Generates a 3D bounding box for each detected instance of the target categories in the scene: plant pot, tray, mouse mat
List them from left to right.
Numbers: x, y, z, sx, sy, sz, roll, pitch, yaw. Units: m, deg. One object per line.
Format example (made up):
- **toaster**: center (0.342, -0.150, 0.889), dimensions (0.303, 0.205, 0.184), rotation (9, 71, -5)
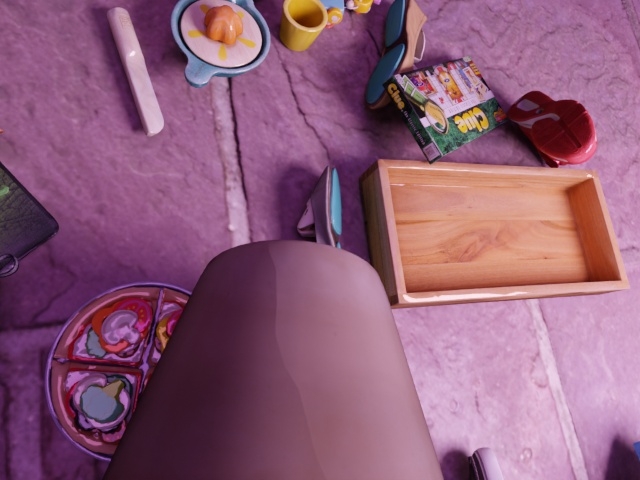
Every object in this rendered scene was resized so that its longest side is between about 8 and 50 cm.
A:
- **mouse mat**: center (-0.414, -0.010, 0.505), dimensions (0.152, 0.007, 0.190), rotation (47, 65, -1)
- **plant pot**: center (-0.033, 0.165, 0.437), dimensions (0.324, 0.323, 0.280), rotation (13, 58, -16)
- **tray**: center (0.270, -0.010, 0.716), dimensions (0.411, 0.076, 0.202), rotation (-1, 74, -19)

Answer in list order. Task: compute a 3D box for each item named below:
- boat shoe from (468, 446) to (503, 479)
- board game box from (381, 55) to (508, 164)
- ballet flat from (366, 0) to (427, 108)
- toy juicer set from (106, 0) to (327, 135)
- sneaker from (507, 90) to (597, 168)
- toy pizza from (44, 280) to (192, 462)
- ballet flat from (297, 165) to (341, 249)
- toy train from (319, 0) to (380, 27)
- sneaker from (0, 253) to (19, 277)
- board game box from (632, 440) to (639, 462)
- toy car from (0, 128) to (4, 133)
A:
- **boat shoe**: center (0.195, 0.379, 0.572), dimensions (0.076, 0.080, 0.228), rotation (-4, 75, 6)
- **board game box**: center (0.208, -0.215, 0.736), dimensions (0.260, 0.030, 0.136), rotation (-32, 92, -43)
- **ballet flat**: center (0.136, -0.299, 0.758), dimensions (0.073, 0.080, 0.232), rotation (26, 67, -27)
- **toy juicer set**: center (-0.162, -0.312, 0.644), dimensions (0.329, 0.089, 0.209), rotation (-39, 90, -25)
- **sneaker**: center (0.399, -0.161, 0.755), dimensions (0.128, 0.087, 0.221), rotation (37, 28, -24)
- **toy pizza**: center (-0.196, 0.143, 0.521), dimensions (0.202, 0.032, 0.201), rotation (6, 72, -18)
- **ballet flat**: center (0.000, 0.000, 0.621), dimensions (0.068, 0.072, 0.213), rotation (-9, 72, 9)
- **toy train**: center (0.029, -0.412, 0.772), dimensions (0.166, 0.046, 0.125), rotation (-36, 77, -22)
- **sneaker**: center (-0.404, 0.094, 0.416), dimensions (0.153, 0.101, 0.268), rotation (28, 64, -8)
- **board game box**: center (0.566, 0.449, 0.572), dimensions (0.308, 0.086, 0.302), rotation (42, 31, -10)
- **toy car**: center (-0.459, -0.132, 0.458), dimensions (0.238, 0.210, 0.219), rotation (14, 81, -46)
